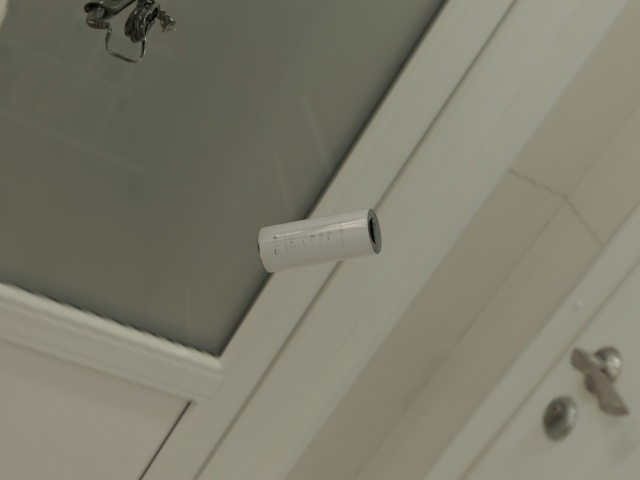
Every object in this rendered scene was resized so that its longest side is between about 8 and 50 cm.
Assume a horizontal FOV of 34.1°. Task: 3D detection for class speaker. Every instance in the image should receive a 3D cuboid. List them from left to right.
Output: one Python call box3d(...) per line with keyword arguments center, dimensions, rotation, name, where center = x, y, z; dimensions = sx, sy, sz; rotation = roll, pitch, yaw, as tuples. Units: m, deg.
box3d(center=(0.000, 0.000, 1.194), dimensions=(0.055, 0.136, 0.055), rotation=(-11, 90, -72), name="speaker")

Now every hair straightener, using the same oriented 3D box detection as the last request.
box3d(center=(-0.174, -0.247, 1.058), dimensions=(0.089, 0.047, 0.230), rotation=(44, 31, -22), name="hair straightener")
